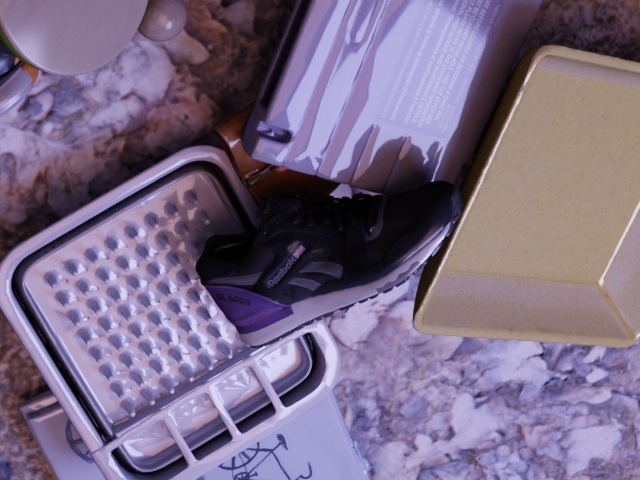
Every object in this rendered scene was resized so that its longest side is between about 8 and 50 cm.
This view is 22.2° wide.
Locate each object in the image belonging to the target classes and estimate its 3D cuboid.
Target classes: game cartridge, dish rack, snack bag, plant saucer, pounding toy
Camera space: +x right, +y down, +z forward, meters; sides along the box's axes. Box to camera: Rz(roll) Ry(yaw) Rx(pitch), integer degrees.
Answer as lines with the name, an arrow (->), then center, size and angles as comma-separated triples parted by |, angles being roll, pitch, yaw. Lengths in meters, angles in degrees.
game cartridge -> 0.089, -0.216, 1.577 | 0.230, 0.068, 0.355 | 13, 111, -27
dish rack -> -0.161, 0.082, 1.722 | 0.285, 0.072, 0.333 | -31, 115, -7
snack bag -> -0.132, 0.233, 1.874 | 0.342, 0.037, 0.323 | -26, 125, -8
plant saucer -> 0.267, -0.051, 1.711 | 0.333, 0.081, 0.333 | 6, 118, -35
pounding toy -> -0.242, -0.257, 1.531 | 0.237, 0.110, 0.183 | -20, 116, -44

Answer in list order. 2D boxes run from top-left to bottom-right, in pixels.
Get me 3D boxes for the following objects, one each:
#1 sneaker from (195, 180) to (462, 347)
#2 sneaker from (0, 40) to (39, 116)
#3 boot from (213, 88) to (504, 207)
sneaker -> 0.000, 0.000, 1.606 | 0.283, 0.107, 0.124 | -29, 113, 24
sneaker -> -0.438, -0.138, 1.514 | 0.321, 0.124, 0.180 | -37, 118, -5
boot -> 0.063, -0.094, 1.686 | 0.280, 0.096, 0.264 | -41, 124, -10
